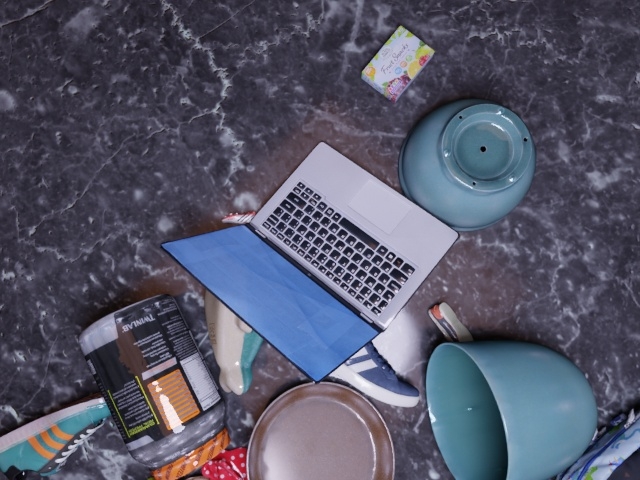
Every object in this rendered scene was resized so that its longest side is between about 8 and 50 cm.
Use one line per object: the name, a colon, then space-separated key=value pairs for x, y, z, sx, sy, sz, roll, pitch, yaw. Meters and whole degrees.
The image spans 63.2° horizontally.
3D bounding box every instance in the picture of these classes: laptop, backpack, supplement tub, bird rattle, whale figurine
laptop: x=0.000 y=0.000 z=1.004 sx=0.382 sy=0.236 sz=0.407 roll=38 pitch=82 yaw=18
backpack: x=0.648 y=0.496 z=1.024 sx=0.356 sy=0.273 sz=0.290 roll=-32 pitch=88 yaw=-23
supplement tub: x=-0.330 y=0.297 z=1.064 sx=0.207 sy=0.207 sz=0.337 roll=-26 pitch=85 yaw=-1
bird rattle: x=-0.255 y=0.559 z=1.111 sx=0.254 sy=0.143 sz=0.206 roll=-14 pitch=97 yaw=-13
whale figurine: x=-0.157 y=0.177 z=1.085 sx=0.141 sy=0.216 sz=0.271 roll=2 pitch=77 yaw=-28

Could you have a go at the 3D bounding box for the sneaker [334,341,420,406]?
sneaker: x=0.073 y=0.216 z=1.100 sx=0.350 sy=0.131 sz=0.148 roll=30 pitch=85 yaw=1

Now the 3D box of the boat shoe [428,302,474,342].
boat shoe: x=0.289 y=0.200 z=1.140 sx=0.043 sy=0.049 sz=0.137 roll=-37 pitch=88 yaw=41

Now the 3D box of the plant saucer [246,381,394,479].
plant saucer: x=0.000 y=0.456 z=1.085 sx=0.311 sy=0.050 sz=0.310 roll=4 pitch=71 yaw=-12

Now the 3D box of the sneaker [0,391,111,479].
sneaker: x=-0.550 y=0.422 z=1.116 sx=0.303 sy=0.108 sz=0.120 roll=-25 pitch=87 yaw=8

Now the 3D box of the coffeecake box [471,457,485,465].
coffeecake box: x=0.352 y=0.566 z=1.098 sx=0.143 sy=0.068 sz=0.185 roll=20 pitch=87 yaw=2

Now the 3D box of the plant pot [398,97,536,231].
plant pot: x=0.320 y=-0.172 z=1.088 sx=0.294 sy=0.196 sz=0.292 roll=0 pitch=86 yaw=2

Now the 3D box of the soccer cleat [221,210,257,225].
soccer cleat: x=-0.181 y=-0.044 z=1.174 sx=0.084 sy=0.029 sz=0.035 roll=-8 pitch=82 yaw=-4

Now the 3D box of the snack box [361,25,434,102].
snack box: x=0.175 y=-0.401 z=1.186 sx=0.100 sy=0.037 sz=0.141 roll=39 pitch=88 yaw=5

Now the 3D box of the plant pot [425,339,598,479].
plant pot: x=0.379 y=0.327 z=1.016 sx=0.236 sy=0.293 sz=0.292 roll=-7 pitch=86 yaw=-15
